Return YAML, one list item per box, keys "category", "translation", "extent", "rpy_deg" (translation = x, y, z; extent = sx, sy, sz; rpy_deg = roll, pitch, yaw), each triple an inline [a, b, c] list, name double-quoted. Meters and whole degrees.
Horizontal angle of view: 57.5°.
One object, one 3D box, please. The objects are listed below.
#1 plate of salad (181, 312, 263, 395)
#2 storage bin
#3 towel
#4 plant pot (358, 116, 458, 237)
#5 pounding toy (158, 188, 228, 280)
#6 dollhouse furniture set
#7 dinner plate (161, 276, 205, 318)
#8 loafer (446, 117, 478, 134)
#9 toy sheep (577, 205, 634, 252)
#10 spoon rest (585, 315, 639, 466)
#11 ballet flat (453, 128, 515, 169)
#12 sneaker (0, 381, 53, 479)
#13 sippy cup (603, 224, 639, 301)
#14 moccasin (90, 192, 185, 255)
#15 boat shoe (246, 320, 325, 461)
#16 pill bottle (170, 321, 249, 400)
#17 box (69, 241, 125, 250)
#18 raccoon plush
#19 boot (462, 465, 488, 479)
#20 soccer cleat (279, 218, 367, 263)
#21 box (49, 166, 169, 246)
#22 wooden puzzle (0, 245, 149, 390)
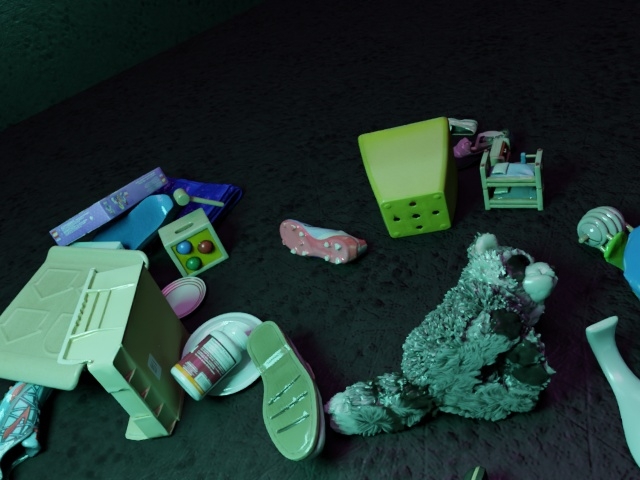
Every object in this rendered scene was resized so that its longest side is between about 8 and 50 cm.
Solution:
- category: "plate of salad"
  translation: [-0.198, 0.242, 1.241]
  extent: [0.199, 0.048, 0.200]
  rpy_deg: [-7, 48, 7]
- category: "storage bin"
  translation: [-0.377, 0.224, 1.178]
  extent: [0.123, 0.262, 0.261]
  rpy_deg: [-12, 40, 8]
- category: "towel"
  translation: [-0.409, -0.100, 1.703]
  extent: [0.308, 0.076, 0.228]
  rpy_deg: [7, 47, 31]
- category: "plant pot"
  translation: [0.218, -0.129, 1.366]
  extent: [0.212, 0.212, 0.187]
  rpy_deg: [-10, 53, 14]
- category: "pounding toy"
  translation: [-0.312, -0.029, 1.477]
  extent: [0.181, 0.206, 0.094]
  rpy_deg: [-29, 40, -8]
- category: "dollhouse furniture set"
  translation: [0.456, -0.180, 1.357]
  extent: [0.129, 0.129, 0.184]
  rpy_deg: [2, 45, 26]
- category: "dinner plate"
  translation: [-0.347, 0.147, 1.443]
  extent: [0.141, 0.017, 0.141]
  rpy_deg: [-13, 39, 11]
- category: "loafer"
  translation: [0.371, -0.311, 1.615]
  extent: [0.125, 0.045, 0.039]
  rpy_deg: [3, 52, 23]
- category: "toy sheep"
  translation: [0.564, -0.023, 1.168]
  extent: [0.132, 0.091, 0.091]
  rpy_deg: [-23, 35, -31]
- category: "spoon rest"
  translation: [0.511, 0.253, 0.900]
  extent: [0.137, 0.084, 0.277]
  rpy_deg: [-22, 53, 1]
- category: "ballet flat"
  translation: [0.398, -0.240, 1.499]
  extent: [0.203, 0.074, 0.074]
  rpy_deg: [-16, 40, 7]
- category: "sneaker"
  translation: [-0.630, 0.407, 1.237]
  extent: [0.125, 0.104, 0.262]
  rpy_deg: [15, 54, 14]
- category: "sippy cup"
  translation: [0.589, 0.062, 0.884]
  extent: [0.305, 0.224, 0.240]
  rpy_deg: [-23, 42, 48]
- category: "moccasin"
  translation: [-0.491, -0.017, 1.595]
  extent: [0.341, 0.138, 0.116]
  rpy_deg: [-24, -1, 29]
- category: "boat shoe"
  translation: [-0.048, 0.279, 1.082]
  extent: [0.113, 0.103, 0.302]
  rpy_deg: [-35, 40, 8]
- category: "pill bottle"
  translation: [-0.214, 0.236, 1.160]
  extent: [0.086, 0.086, 0.152]
  rpy_deg: [24, 58, 41]
- category: "box"
  translation: [-0.583, 0.079, 1.537]
  extent: [0.170, 0.130, 0.091]
  rpy_deg: [-1, 43, 24]
- category: "raccoon plush"
  translation: [0.211, 0.148, 1.057]
  extent: [0.445, 0.216, 0.299]
  rpy_deg: [-12, 33, 12]
- category: "boot"
  translation: [0.160, 0.413, 0.871]
  extent: [0.136, 0.077, 0.198]
  rpy_deg: [7, 46, 38]
- category: "soccer cleat"
  translation: [0.000, 0.000, 1.418]
  extent: [0.095, 0.083, 0.248]
  rpy_deg: [-15, 23, -41]
- category: "box"
  translation: [-0.574, -0.096, 1.608]
  extent: [0.200, 0.057, 0.293]
  rpy_deg: [-24, 15, 26]
- category: "wooden puzzle"
  translation: [-0.588, 0.174, 1.351]
  extent: [0.321, 0.081, 0.348]
  rpy_deg: [2, 51, 23]
